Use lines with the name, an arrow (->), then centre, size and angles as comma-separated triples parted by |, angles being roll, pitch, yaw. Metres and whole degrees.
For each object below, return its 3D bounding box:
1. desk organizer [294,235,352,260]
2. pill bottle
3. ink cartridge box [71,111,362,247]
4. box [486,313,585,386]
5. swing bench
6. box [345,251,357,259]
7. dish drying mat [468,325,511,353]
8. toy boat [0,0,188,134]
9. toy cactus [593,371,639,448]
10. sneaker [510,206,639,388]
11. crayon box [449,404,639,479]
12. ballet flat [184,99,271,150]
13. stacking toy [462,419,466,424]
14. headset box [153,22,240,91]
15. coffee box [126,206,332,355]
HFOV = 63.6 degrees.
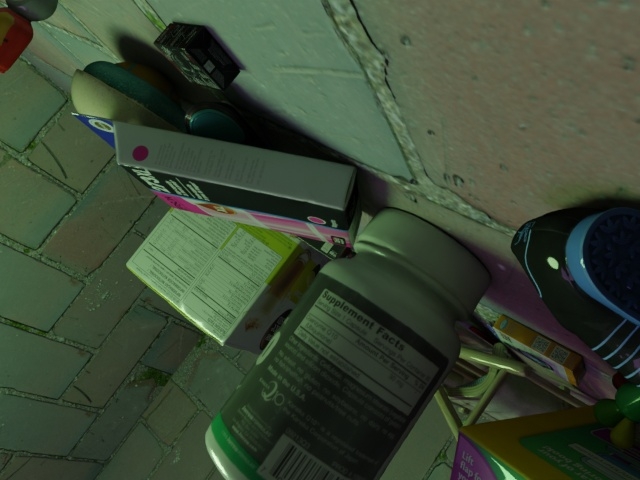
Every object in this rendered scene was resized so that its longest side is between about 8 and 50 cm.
desk organizer -> 0.000, 0.000, 1.091 | 0.130, 0.047, 0.050 | 33, 174, 24
pill bottle -> 0.042, 0.152, 0.644 | 0.204, 0.361, 0.204 | 36, 172, 6
ink cartridge box -> -0.131, -0.077, 0.691 | 0.372, 0.069, 0.175 | 15, 168, 10
box -> 0.309, 0.154, 0.746 | 0.136, 0.028, 0.081 | 33, 172, 40
swing bench -> 0.283, 0.256, 0.876 | 0.253, 0.165, 0.255 | 32, -177, -30
box -> 0.118, 0.140, 1.059 | 0.163, 0.142, 0.247 | 41, 171, -32
dish drying mat -> 0.319, 0.190, 0.976 | 0.083, 0.008, 0.032 | 34, 173, 11
toy boat -> -0.332, -0.250, 0.780 | 0.318, 0.148, 0.267 | 32, 180, -29
toy cactus -> 0.328, 0.145, 0.438 | 0.180, 0.112, 0.219 | 57, 170, -13
sneaker -> 0.232, 0.061, 0.358 | 0.232, 0.081, 0.090 | 44, 174, -10
crayon box -> 0.357, 0.283, 0.467 | 0.314, 0.105, 0.363 | 2, -171, -28
ballet flat -> -0.122, -0.143, 0.702 | 0.074, 0.074, 0.203 | 32, 176, 29
stacking toy -> 0.292, 0.285, 1.075 | 0.221, 0.166, 0.052 | 35, 173, 1
headset box -> -0.135, -0.197, 0.552 | 0.083, 0.032, 0.062 | 30, 169, 44
coffee box -> -0.217, 0.068, 1.360 | 0.338, 0.334, 0.337 | 33, 172, 19
